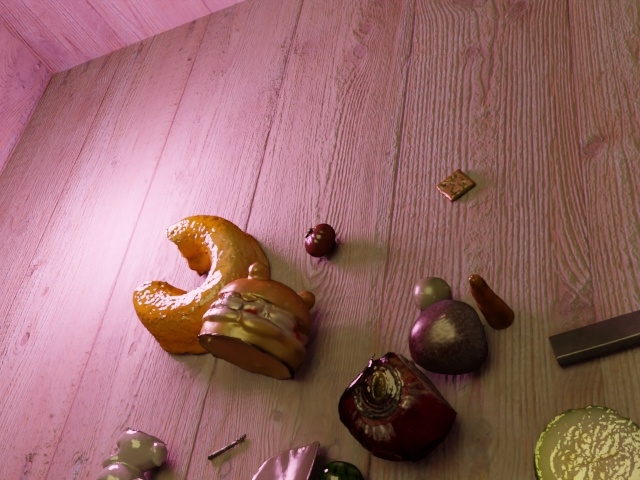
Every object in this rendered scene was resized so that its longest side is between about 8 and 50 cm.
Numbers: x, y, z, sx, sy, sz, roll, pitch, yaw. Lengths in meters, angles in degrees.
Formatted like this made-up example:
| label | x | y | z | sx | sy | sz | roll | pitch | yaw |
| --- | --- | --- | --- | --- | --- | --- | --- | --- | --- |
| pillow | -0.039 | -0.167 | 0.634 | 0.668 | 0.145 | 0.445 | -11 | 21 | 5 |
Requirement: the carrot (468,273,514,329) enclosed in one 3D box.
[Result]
| label | x | y | z | sx | sy | sz | roll | pitch | yaw |
| --- | --- | --- | --- | --- | --- | --- | --- | --- | --- |
| carrot | 0.359 | 0.126 | 1.547 | 0.061 | 0.209 | 0.061 | -17 | 53 | 24 |

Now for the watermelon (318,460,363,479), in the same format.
| label | x | y | z | sx | sy | sz | roll | pitch | yaw |
| --- | --- | --- | --- | --- | --- | --- | --- | --- | --- |
| watermelon | 0.043 | 0.521 | 1.519 | 0.109 | 0.109 | 0.108 | -18 | 47 | 21 |

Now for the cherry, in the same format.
| label | x | y | z | sx | sy | sz | roll | pitch | yaw |
| --- | --- | --- | --- | --- | --- | --- | --- | --- | --- |
| cherry | 0.279 | 0.210 | 1.569 | 0.176 | 0.140 | 0.176 | 0 | 62 | -1 |

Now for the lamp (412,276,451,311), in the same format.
| label | x | y | z | sx | sy | sz | roll | pitch | yaw |
| --- | --- | --- | --- | --- | --- | --- | --- | --- | --- |
| lamp | 0.261 | 0.169 | 1.678 | 0.091 | 0.091 | 0.163 | -9 | 65 | 29 |

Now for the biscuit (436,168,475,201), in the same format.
| label | x | y | z | sx | sy | sz | roll | pitch | yaw |
| --- | --- | --- | --- | --- | --- | --- | --- | --- | --- |
| biscuit | 0.359 | -0.147 | 1.907 | 0.083 | 0.018 | 0.081 | -37 | 43 | 2 |

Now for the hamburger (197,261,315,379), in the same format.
| label | x | y | z | sx | sy | sz | roll | pitch | yaw |
| --- | --- | --- | --- | --- | --- | --- | --- | --- | --- |
| hamburger | -0.151 | 0.198 | 1.802 | 0.277 | 0.276 | 0.236 | 3 | 60 | 36 |

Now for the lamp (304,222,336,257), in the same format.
| label | x | y | z | sx | sy | sz | roll | pitch | yaw |
| --- | --- | --- | --- | --- | --- | --- | --- | --- | --- |
| lamp | 0.000 | 0.000 | 1.980 | 0.101 | 0.090 | 0.101 | -53 | 11 | 15 |

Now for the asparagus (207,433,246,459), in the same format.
| label | x | y | z | sx | sy | sz | roll | pitch | yaw |
| --- | --- | --- | --- | --- | --- | --- | --- | --- | --- |
| asparagus | -0.231 | 0.511 | 1.773 | 0.114 | 0.014 | 0.015 | -31 | 61 | 8 |

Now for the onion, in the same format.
| label | x | y | z | sx | sy | sz | roll | pitch | yaw |
| --- | --- | --- | --- | --- | --- | --- | --- | --- | --- |
| onion | 0.160 | 0.366 | 1.498 | 0.207 | 0.216 | 0.206 | -45 | 59 | 9 |

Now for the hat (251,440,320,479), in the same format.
| label | x | y | z | sx | sy | sz | roll | pitch | yaw |
| --- | --- | --- | --- | --- | --- | --- | --- | --- | --- |
| hat | -0.060 | 0.571 | 1.572 | 0.214 | 0.149 | 0.245 | -26 | 7 | 38 |

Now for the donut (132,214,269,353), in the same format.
| label | x | y | z | sx | sy | sz | roll | pitch | yaw |
| --- | --- | --- | --- | --- | --- | --- | --- | --- | --- |
| donut | -0.339 | 0.107 | 2.068 | 0.378 | 0.163 | 0.434 | 2 | 56 | 34 |

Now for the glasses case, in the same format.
| label | x | y | z | sx | sy | sz | roll | pitch | yaw |
| --- | --- | --- | --- | --- | --- | --- | --- | --- | --- |
| glasses case | 0.569 | 0.201 | 1.464 | 0.191 | 0.042 | 0.072 | -21 | 40 | 19 |

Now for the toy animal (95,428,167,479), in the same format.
| label | x | y | z | sx | sy | sz | roll | pitch | yaw |
| --- | --- | --- | --- | --- | --- | --- | --- | --- | --- |
| toy animal | -0.460 | 0.578 | 1.794 | 0.179 | 0.127 | 0.193 | -11 | 48 | 25 |

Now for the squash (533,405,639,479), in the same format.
| label | x | y | z | sx | sy | sz | roll | pitch | yaw |
| --- | --- | --- | --- | --- | --- | --- | --- | --- | --- |
| squash | 0.506 | 0.416 | 1.340 | 0.219 | 0.041 | 0.219 | -21 | 47 | 25 |
